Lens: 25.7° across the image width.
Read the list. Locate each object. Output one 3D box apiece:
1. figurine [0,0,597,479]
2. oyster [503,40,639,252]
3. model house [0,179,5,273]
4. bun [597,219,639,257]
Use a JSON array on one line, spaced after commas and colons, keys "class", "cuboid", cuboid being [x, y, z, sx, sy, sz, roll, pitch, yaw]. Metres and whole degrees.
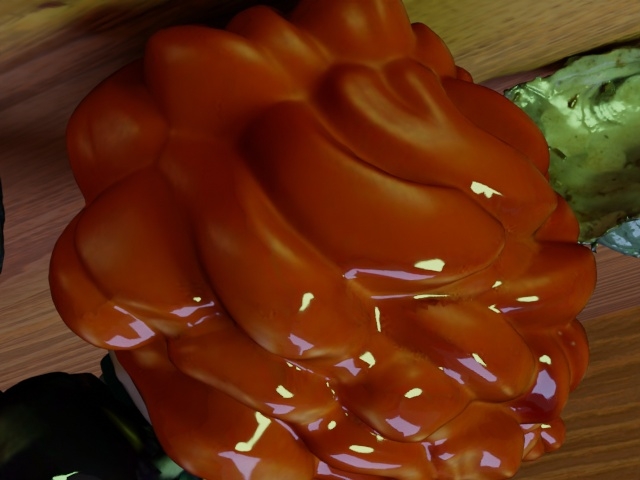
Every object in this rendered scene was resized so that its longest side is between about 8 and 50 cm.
[{"class": "figurine", "cuboid": [-0.042, 0.064, 0.665, 0.306, 0.241, 0.412, 12, 138, -42]}, {"class": "oyster", "cuboid": [0.173, -0.063, 0.784, 0.177, 0.105, 0.056, -35, 155, 2]}, {"class": "model house", "cuboid": [-0.176, -0.016, 0.632, 0.066, 0.083, 0.079, -8, 170, -19]}, {"class": "bun", "cuboid": [0.280, -0.027, 1.153, 0.140, 0.083, 0.141, -12, 167, -3]}]
